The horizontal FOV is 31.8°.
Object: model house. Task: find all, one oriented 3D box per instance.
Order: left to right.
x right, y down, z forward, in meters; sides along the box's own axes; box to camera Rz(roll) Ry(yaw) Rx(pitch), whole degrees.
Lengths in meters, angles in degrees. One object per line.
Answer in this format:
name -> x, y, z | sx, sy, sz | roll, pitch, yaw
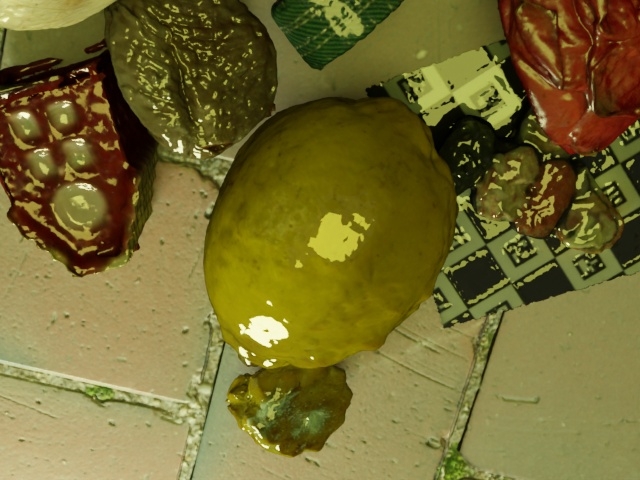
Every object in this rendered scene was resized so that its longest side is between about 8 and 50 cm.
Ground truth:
model house -> -0.264, -0.082, 1.263 | 0.160, 0.196, 0.253 | -19, 108, 4

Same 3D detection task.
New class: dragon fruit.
dragon fruit -> 0.294, -0.251, 1.174 | 0.205, 0.152, 0.316 | -18, 94, 25

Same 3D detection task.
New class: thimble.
thimble -> 0.019, -0.262, 1.242 | 0.135, 0.118, 0.090 | -36, 106, 11

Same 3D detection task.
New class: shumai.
shumai -> -0.149, -0.192, 1.229 | 0.166, 0.175, 0.205 | -26, 99, -14

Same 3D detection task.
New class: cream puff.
cream puff -> -0.043, 0.196, 1.406 | 0.146, 0.116, 0.146 | -14, 120, -26

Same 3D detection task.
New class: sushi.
sushi -> 0.251, -0.072, 1.332 | 0.320, 0.069, 0.339 | -16, 108, 5

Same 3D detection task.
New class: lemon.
lemon -> 0.003, -0.006, 1.250 | 0.316, 0.285, 0.285 | -43, 104, -10

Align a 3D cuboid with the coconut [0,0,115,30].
coconut -> -0.272, -0.390, 1.057 | 0.405, 0.404, 0.404 | 0, 108, 0
